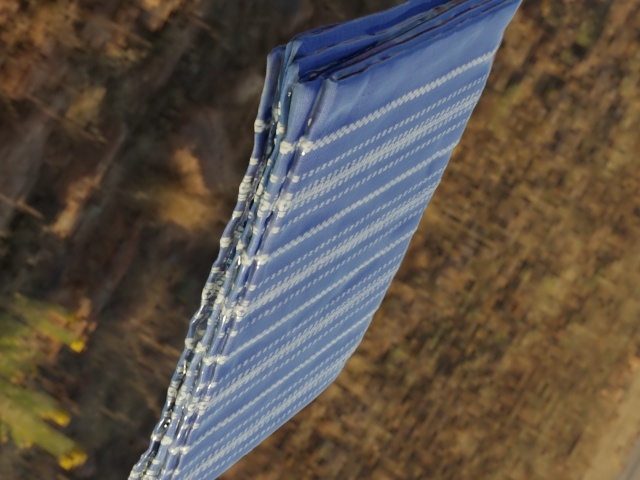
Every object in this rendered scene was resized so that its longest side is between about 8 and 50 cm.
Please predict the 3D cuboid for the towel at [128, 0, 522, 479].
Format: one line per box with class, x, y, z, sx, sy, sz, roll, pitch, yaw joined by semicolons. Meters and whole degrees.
towel;0.000;0.000;0.834;0.243;0.040;0.336;-32;152;-50
